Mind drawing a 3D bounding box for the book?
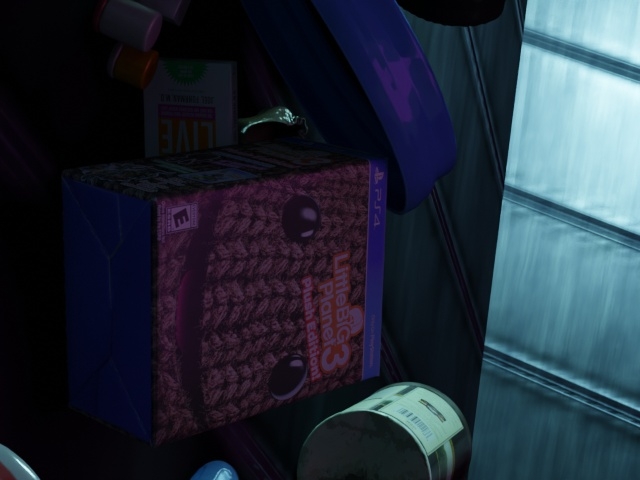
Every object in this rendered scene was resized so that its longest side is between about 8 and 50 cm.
[{"bbox_3d":[-0.130,-0.112,1.391,0.035,0.096,0.144,-39,131,-65],"label":"book"}]

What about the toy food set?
[{"bbox_3d":[-0.172,-0.268,1.276,0.111,0.104,0.232,-1,115,-85],"label":"toy food set"}]

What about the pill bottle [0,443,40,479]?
[{"bbox_3d":[-0.291,0.228,0.767,0.283,0.161,0.161,-19,115,-45],"label":"pill bottle"}]

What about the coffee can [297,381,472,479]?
[{"bbox_3d":[0.102,0.333,2.069,0.275,0.201,0.201,-7,102,-71],"label":"coffee can"}]

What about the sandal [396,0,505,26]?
[{"bbox_3d":[0.037,-0.343,1.508,0.446,0.168,0.107,55,-37,40],"label":"sandal"}]

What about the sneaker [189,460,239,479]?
[{"bbox_3d":[-0.143,0.307,1.517,0.209,0.069,0.082,-62,148,-50],"label":"sneaker"}]

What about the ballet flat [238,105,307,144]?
[{"bbox_3d":[-0.072,-0.110,1.634,0.250,0.058,0.084,-42,134,-65],"label":"ballet flat"}]

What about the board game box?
[{"bbox_3d":[-0.087,0.038,1.308,0.291,0.141,0.232,-13,111,-43],"label":"board game box"}]

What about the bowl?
[{"bbox_3d":[0.014,-0.210,1.442,0.391,0.077,0.391,56,-6,10],"label":"bowl"}]
